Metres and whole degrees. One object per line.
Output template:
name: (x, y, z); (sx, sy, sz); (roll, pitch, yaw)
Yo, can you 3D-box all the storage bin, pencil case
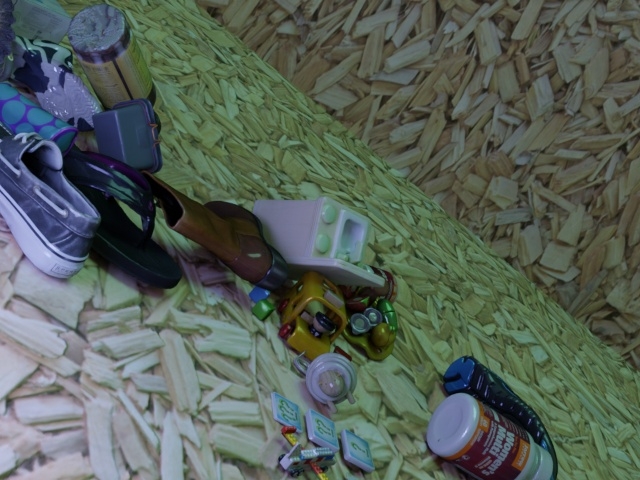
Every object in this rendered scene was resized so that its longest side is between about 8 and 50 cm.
storage bin: (-0.339, -0.176, 1.982); (0.091, 0.098, 0.135); (-24, 105, -62)
pencil case: (-0.435, -0.177, 1.694); (0.151, 0.064, 0.070); (33, 7, 19)

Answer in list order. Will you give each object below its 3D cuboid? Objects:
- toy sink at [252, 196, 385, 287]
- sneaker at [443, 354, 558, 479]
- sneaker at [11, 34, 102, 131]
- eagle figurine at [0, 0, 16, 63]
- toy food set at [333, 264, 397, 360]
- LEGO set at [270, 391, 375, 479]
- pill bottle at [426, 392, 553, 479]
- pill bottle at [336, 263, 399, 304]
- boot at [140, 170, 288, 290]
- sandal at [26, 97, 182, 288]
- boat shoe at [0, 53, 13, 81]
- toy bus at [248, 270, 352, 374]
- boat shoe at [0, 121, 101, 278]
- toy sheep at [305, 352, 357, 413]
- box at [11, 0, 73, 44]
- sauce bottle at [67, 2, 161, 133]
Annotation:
toy sink: (0.000, 0.000, 2.092); (0.234, 0.131, 0.152); (3, -14, 41)
sneaker: (0.380, 0.361, 2.235); (0.139, 0.125, 0.341); (30, 19, -41)
sneaker: (-0.467, -0.292, 2.055); (0.235, 0.094, 0.153); (32, 22, 7)
eagle figurine: (-0.620, -0.362, 1.713); (0.298, 0.226, 0.225); (35, -5, -4)
toy food set: (0.094, 0.121, 2.195); (0.128, 0.071, 0.218); (5, 54, -38)
LEGO set: (0.019, 0.307, 1.627); (0.182, 0.060, 0.244); (32, 17, -17)
pill bottle: (0.305, 0.371, 2.023); (0.221, 0.121, 0.121); (33, 16, -25)
pill bottle: (0.093, 0.094, 2.362); (0.086, 0.086, 0.152); (50, 18, 31)
boot: (-0.211, -0.036, 1.916); (0.280, 0.096, 0.264); (32, 16, -44)
sandal: (-0.362, -0.102, 1.749); (0.446, 0.107, 0.167); (46, 16, 17)
boat shoe: (-0.604, -0.381, 1.962); (0.091, 0.109, 0.305); (27, 26, -45)
toy bus: (-0.006, 0.133, 1.968); (0.202, 0.104, 0.191); (48, 17, 27)
boat shoe: (-0.405, -0.093, 1.590); (0.335, 0.119, 0.121); (46, 16, 26)
toy sheep: (0.018, 0.223, 1.817); (0.091, 0.091, 0.132); (39, 1, -8)
box: (-0.643, -0.514, 2.271); (0.290, 0.087, 0.169); (48, 16, 25)
sauce bottle: (-0.364, -0.289, 2.066); (0.111, 0.111, 0.344); (47, -14, 22)
